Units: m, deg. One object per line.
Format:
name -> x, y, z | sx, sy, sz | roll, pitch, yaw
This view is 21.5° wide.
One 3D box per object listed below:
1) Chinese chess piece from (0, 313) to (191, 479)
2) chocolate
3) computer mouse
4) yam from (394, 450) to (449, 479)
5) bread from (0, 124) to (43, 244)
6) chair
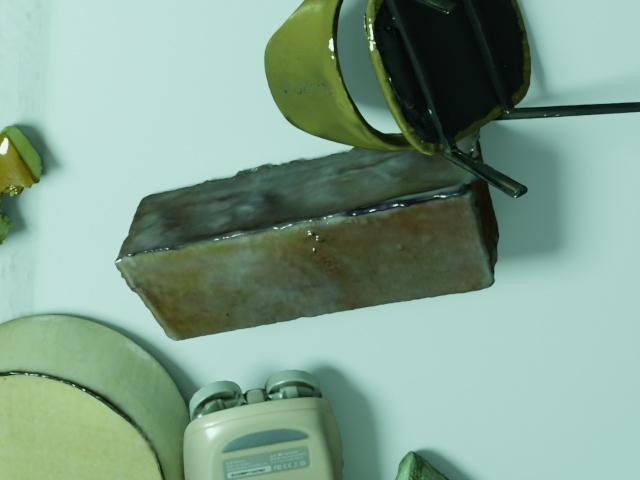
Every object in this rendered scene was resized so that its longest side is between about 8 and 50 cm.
Chinese chess piece -> -0.242, 0.188, 1.557 | 0.250, 0.103, 0.250 | 6, 121, 10
chocolate -> 0.000, 0.000, 1.390 | 0.321, 0.112, 0.112 | -12, 124, 19
computer mouse -> -0.049, 0.222, 1.525 | 0.145, 0.082, 0.236 | -10, 120, -5
yam -> 0.118, 0.259, 1.527 | 0.146, 0.070, 0.070 | 41, 120, -9
bread -> -0.333, -0.021, 1.491 | 0.226, 0.049, 0.088 | -25, 111, 24
chair -> 0.089, -0.140, 1.262 | 0.247, 0.172, 0.158 | 18, 136, 57
